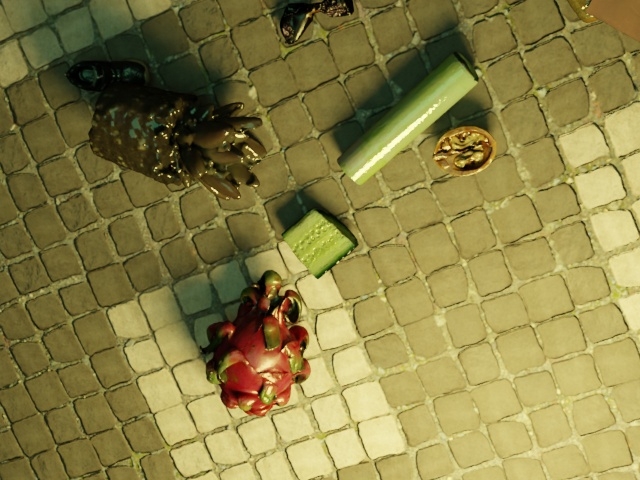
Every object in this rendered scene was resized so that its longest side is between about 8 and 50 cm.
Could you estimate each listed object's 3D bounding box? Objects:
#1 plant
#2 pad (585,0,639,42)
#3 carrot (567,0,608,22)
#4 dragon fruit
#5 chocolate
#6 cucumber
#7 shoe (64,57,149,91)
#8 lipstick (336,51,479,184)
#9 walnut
[{"bbox_3d":[-0.267,-0.183,1.782,0.320,0.181,0.194,16,110,6],"label":"plant"},{"bbox_3d":[0.563,-0.406,1.625,0.187,0.006,0.113,23,105,-14],"label":"pad"},{"bbox_3d":[0.401,-0.534,1.628,0.070,0.070,0.342,-29,95,16],"label":"carrot"},{"bbox_3d":[-0.117,0.210,1.856,0.218,0.198,0.273,29,82,15],"label":"dragon fruit"},{"bbox_3d":[-0.012,-0.424,1.742,0.147,0.070,0.072,-19,71,15],"label":"chocolate"},{"bbox_3d":[0.000,0.000,1.836,0.115,0.062,0.116,-40,85,15],"label":"cucumber"},{"bbox_3d":[-0.424,-0.321,1.829,0.169,0.099,0.071,3,101,10],"label":"shoe"},{"bbox_3d":[0.164,-0.225,1.744,0.304,0.076,0.076,-42,92,17],"label":"lipstick"},{"bbox_3d":[0.270,-0.170,1.746,0.121,0.052,0.091,-11,102,16],"label":"walnut"}]
